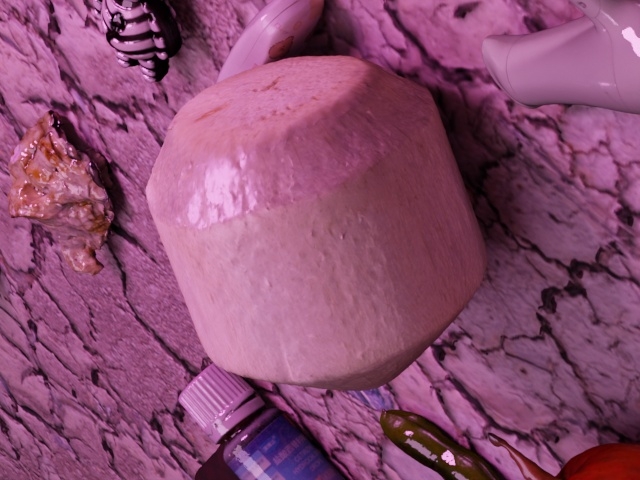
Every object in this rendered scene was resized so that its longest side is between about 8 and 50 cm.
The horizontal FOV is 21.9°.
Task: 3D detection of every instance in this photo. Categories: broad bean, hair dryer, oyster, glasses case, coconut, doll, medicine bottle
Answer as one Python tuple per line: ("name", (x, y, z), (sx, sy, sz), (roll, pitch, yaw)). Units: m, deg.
("broad bean", (0.142, 0.229, 1.524), (0.227, 0.039, 0.069), (44, 156, 10))
("hair dryer", (0.125, -0.168, 1.015), (0.237, 0.075, 0.206), (46, 160, -24))
("oyster", (-0.275, -0.039, 1.756), (0.163, 0.081, 0.191), (1, 129, 48))
("glasses case", (-0.043, -0.150, 1.315), (0.041, 0.063, 0.164), (50, 151, 6))
("coconut", (0.000, 0.000, 1.253), (0.237, 0.237, 0.265), (7, 128, 51))
("doll", (-0.156, -0.219, 1.393), (0.091, 0.067, 0.219), (34, 153, 21))
("medicine bottle", (-0.061, 0.219, 1.748), (0.203, 0.083, 0.083), (45, 151, 7))

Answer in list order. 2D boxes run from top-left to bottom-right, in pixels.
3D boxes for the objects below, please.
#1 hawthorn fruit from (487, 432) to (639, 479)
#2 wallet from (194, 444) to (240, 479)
("hawthorn fruit", (0.218, 0.235, 1.281), (0.243, 0.207, 0.207), (50, 151, 9))
("wallet", (-0.062, 0.305, 1.887), (0.182, 0.049, 0.229), (45, 152, 3))
